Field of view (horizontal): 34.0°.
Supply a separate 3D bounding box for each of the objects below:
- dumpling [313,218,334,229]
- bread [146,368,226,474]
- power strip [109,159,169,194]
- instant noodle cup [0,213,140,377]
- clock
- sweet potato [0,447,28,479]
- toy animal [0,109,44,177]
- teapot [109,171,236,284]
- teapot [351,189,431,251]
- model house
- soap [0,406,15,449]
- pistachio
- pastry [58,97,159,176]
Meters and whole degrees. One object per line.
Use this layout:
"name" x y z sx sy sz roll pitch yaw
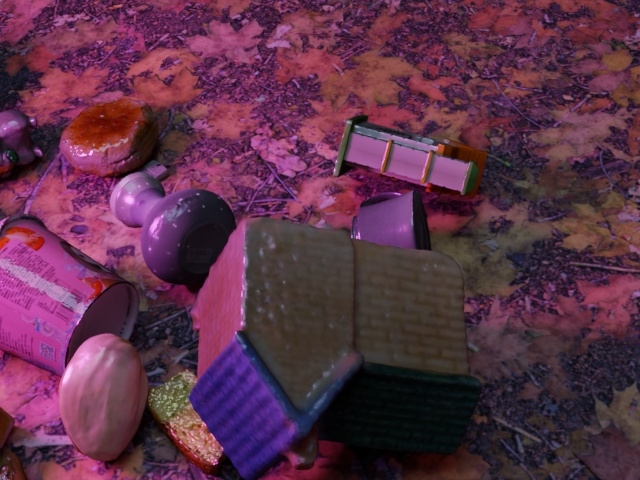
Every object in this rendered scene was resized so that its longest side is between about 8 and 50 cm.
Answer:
"dumpling" 0.002 0.001 1.928 0.052 0.057 0.076 -10 63 -54
"bread" -0.196 0.290 1.672 0.103 0.065 0.187 -38 53 -26
"power strip" -0.357 -0.120 2.092 0.136 0.019 0.051 -37 52 -24
"instant noodle cup" -0.453 0.106 1.765 0.231 0.243 0.243 25 55 19
"clock" 0.171 -0.145 1.932 0.255 0.106 0.220 16 12 8
"sweet potato" -0.469 0.405 1.604 0.060 0.068 0.205 -37 55 7
"toy animal" -0.689 -0.171 2.101 0.251 0.125 0.127 -28 9 -30
"teapot" -0.278 -0.033 1.916 0.183 0.183 0.251 -35 41 -23
"teapot" 0.110 -0.005 1.853 0.149 0.162 0.239 -9 41 15
"model house" 0.012 0.194 1.569 0.382 0.334 0.342 7 63 -18
"soap" -0.690 0.348 1.613 0.305 0.169 0.338 9 48 15
"pistachio" -0.350 0.245 1.659 0.145 0.200 0.117 12 0 -34
"pastry" -0.428 -0.207 2.129 0.182 0.093 0.192 9 46 16
